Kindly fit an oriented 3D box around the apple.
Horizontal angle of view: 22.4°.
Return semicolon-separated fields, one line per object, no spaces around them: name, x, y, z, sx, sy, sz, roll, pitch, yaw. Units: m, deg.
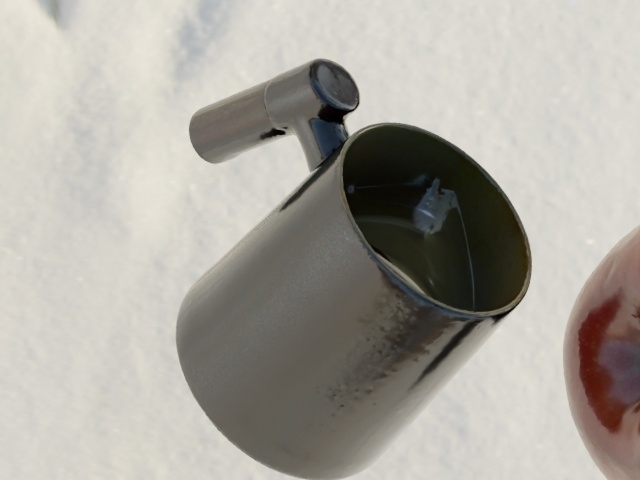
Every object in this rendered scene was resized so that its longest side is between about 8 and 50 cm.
apple;0.289;0.088;1.082;0.216;0.260;0.261;6;86;-29

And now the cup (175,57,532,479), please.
cup;-0.005;0.011;0.999;0.239;0.177;0.166;41;41;-1
